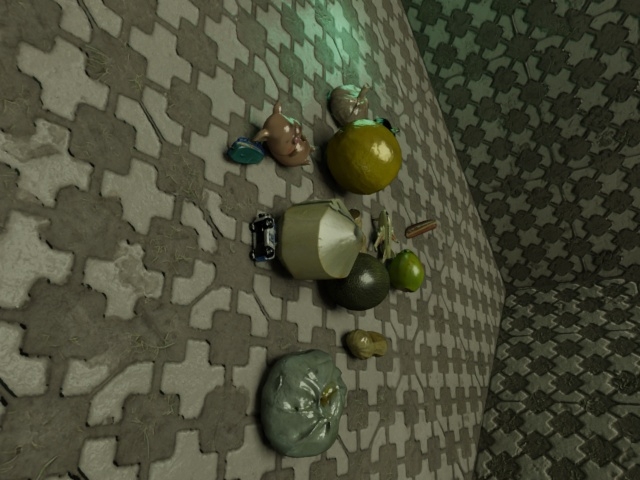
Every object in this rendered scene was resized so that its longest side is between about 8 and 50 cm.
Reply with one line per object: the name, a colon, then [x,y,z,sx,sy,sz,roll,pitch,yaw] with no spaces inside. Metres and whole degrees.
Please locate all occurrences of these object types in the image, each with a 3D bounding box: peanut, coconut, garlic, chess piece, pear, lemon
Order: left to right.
coconut: [0.000,0.000,1.503,0.323,0.322,0.323,22,62,-49]
chess piece: [0.151,0.020,1.885,0.137,0.137,0.301,-55,133,-46]
garlic: [0.164,-0.662,2.015,0.218,0.212,0.219,11,70,-31]
lemon: [0.191,-0.370,1.873,0.348,0.347,0.348,22,62,-49]
peanut: [0.206,0.449,1.804,0.274,0.111,0.125,21,67,-48]
pear: [0.439,0.150,2.153,0.187,0.187,0.220,24,71,-48]

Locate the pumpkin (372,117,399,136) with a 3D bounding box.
pumpkin: [0.338,-0.569,2.295,0.194,0.150,0.194,15,61,-28]

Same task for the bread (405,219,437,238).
bread: [0.578,-0.070,2.477,0.119,0.192,0.067,-125,-167,-87]

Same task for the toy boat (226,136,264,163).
toy boat: [-0.258,-0.323,1.466,0.175,0.091,0.110,5,47,-56]

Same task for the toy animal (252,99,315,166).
toy animal: [-0.130,-0.379,1.585,0.250,0.153,0.167,48,52,-59]

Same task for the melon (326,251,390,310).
melon: [0.160,0.169,1.725,0.301,0.237,0.238,11,70,-52]

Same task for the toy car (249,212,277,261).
toy car: [-0.192,-0.011,1.443,0.070,0.080,0.171,18,64,-52]

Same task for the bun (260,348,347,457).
bun: [-0.034,0.533,1.382,0.354,0.194,0.355,22,61,-46]

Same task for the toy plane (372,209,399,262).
toy plane: [0.325,-0.024,2.126,0.241,0.104,0.256,-13,90,-52]
